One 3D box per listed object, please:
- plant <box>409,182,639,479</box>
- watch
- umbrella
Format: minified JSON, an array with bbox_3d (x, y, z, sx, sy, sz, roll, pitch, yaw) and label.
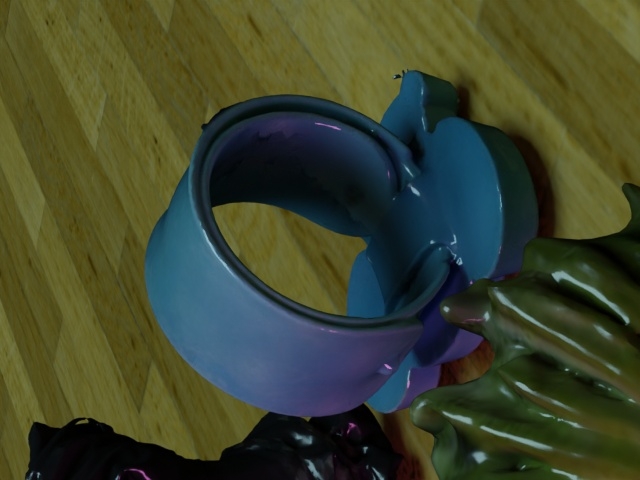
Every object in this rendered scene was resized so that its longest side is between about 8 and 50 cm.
[{"bbox_3d":[0.203,0.120,0.815,0.333,0.180,0.251,15,97,32],"label":"plant"},{"bbox_3d":[0.000,0.000,1.109,0.211,0.193,0.211,-3,86,64],"label":"watch"},{"bbox_3d":[-0.081,0.165,1.189,0.110,0.272,0.122,148,118,-66],"label":"umbrella"}]
